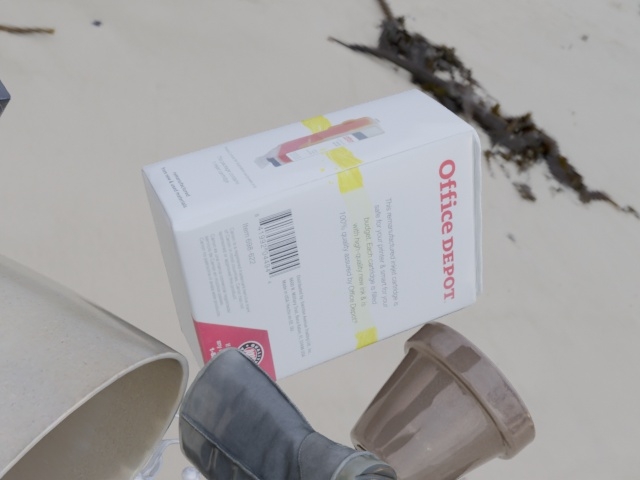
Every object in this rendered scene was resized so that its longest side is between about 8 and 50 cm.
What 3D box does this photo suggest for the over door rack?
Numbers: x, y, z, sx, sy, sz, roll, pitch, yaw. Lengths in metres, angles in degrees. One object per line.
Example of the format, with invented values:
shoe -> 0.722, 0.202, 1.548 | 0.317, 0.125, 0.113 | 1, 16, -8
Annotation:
over door rack -> -0.278, 0.276, 1.193 | 0.324, 0.240, 0.108 | 40, 48, -38

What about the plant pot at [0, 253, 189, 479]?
plant pot -> -0.276, 0.095, 0.583 | 0.274, 0.256, 0.256 | 37, 35, 14

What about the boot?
boot -> -0.052, 0.194, 0.628 | 0.208, 0.189, 0.076 | 20, -10, 45

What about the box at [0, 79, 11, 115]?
box -> -0.516, -0.216, 0.993 | 0.165, 0.143, 0.270 | -24, 77, -49

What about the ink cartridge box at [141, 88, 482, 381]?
ink cartridge box -> 0.000, 0.000, 1.095 | 0.385, 0.279, 0.160 | -18, 36, -16

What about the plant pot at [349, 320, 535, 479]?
plant pot -> 0.180, 0.301, 1.398 | 0.229, 0.263, 0.263 | -39, 68, -15

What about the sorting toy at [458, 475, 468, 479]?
sorting toy -> 0.250, 0.473, 1.539 | 0.062, 0.012, 0.083 | -21, 97, -22
